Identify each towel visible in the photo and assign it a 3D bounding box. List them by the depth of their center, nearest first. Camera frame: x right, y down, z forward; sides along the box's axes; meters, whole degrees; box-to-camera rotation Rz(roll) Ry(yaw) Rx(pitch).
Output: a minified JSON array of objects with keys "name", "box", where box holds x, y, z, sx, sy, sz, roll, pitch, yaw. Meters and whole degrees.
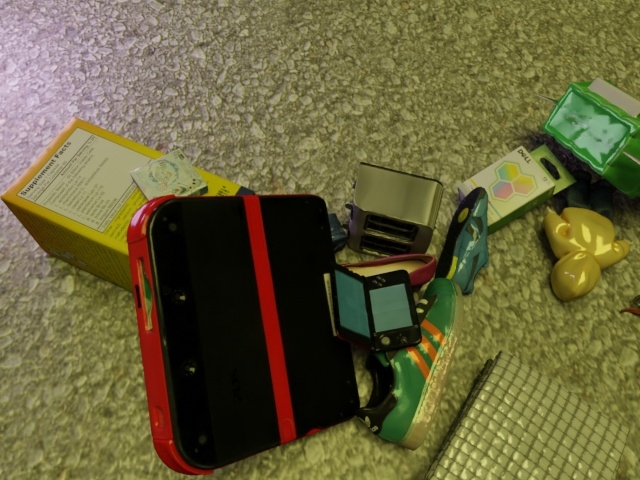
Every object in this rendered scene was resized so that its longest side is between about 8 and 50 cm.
[{"name":"towel","box":[0.305,0.347,0.803,0.235,0.121,0.283,34,62,12]}]

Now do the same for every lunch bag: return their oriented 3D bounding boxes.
[{"name":"lunch bag","box":[0.000,0.000,1.000,0.098,0.067,0.065,-22,64,-15]}]

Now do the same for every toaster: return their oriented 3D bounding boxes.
[{"name":"toaster","box":[0.138,-0.046,0.983,0.186,0.168,0.110,14,63,5]}]

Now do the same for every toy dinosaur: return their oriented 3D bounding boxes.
[{"name":"toy dinosaur","box":[0.637,0.141,1.003,0.090,0.047,0.082,-40,77,12]}]

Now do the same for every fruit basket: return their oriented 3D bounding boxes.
[{"name":"fruit basket","box":[0.653,-0.213,1.067,0.353,0.165,0.327,0,39,-24]}]

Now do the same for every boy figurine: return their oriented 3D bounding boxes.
[{"name":"boy figurine","box":[0.525,-0.003,1.033,0.177,0.092,0.285,18,61,5]}]

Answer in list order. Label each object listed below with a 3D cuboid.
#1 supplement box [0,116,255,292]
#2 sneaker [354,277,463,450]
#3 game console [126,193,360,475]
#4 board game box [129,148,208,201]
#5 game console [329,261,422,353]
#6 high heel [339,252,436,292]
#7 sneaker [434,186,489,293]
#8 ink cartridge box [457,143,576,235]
[{"name":"supplement box","box":[-0.312,-0.030,0.918,0.357,0.195,0.194,23,61,8]},{"name":"sneaker","box":[0.150,0.181,0.879,0.121,0.108,0.302,26,62,-4]},{"name":"game console","box":[-0.100,0.117,0.790,0.342,0.060,0.386,-4,83,-42]},{"name":"board game box","box":[-0.241,-0.094,0.836,0.090,0.020,0.090,-31,67,-21]},{"name":"game console","box":[0.088,0.099,0.846,0.124,0.085,0.144,-13,52,10]},{"name":"high heel","box":[0.084,0.061,0.943,0.244,0.117,0.082,2,61,-4]},{"name":"sneaker","box":[0.291,0.002,1.007,0.082,0.069,0.209,23,80,-11]},{"name":"ink cartridge box","box":[0.397,-0.114,1.058,0.209,0.062,0.109,-32,65,5]}]
